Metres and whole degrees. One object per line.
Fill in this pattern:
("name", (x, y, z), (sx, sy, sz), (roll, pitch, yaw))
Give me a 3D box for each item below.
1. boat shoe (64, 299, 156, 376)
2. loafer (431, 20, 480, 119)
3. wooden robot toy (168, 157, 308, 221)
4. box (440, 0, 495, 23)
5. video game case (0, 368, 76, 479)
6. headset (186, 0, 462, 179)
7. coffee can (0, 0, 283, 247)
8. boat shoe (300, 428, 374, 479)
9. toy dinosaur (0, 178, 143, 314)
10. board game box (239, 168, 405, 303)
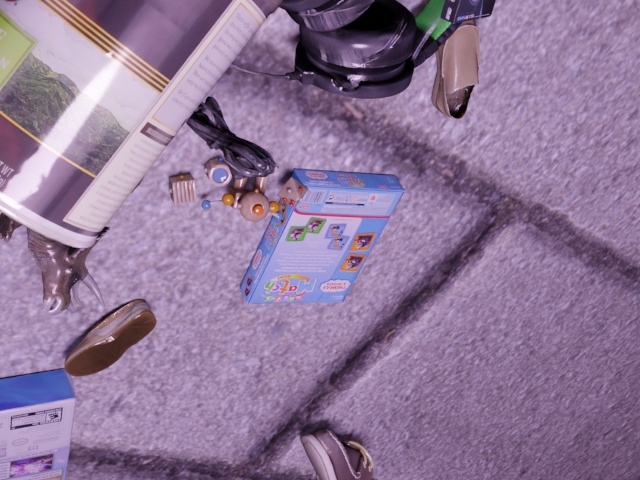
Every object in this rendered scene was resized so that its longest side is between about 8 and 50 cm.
("boat shoe", (-0.276, 0.127, 1.269), (0.135, 0.045, 0.050), (-33, 132, -1))
("loafer", (0.170, -0.208, 1.183), (0.056, 0.050, 0.148), (-19, 140, -14))
("wooden robot toy", (-0.087, -0.056, 1.144), (0.173, 0.079, 0.076), (8, 108, -20))
("box", (0.162, -0.266, 1.023), (0.083, 0.018, 0.067), (-23, 136, -49))
("video game case", (-0.477, 0.291, 1.308), (0.270, 0.061, 0.244), (-6, 134, -27))
("headset", (0.033, -0.223, 0.972), (0.394, 0.185, 0.243), (-38, 142, -8))
("coffee can", (-0.194, -0.161, 0.832), (0.275, 0.201, 0.201), (-52, 139, 4))
("boat shoe", (0.042, 0.405, 1.726), (0.097, 0.116, 0.324), (-29, 146, -9))
("toy dinosaur", (-0.256, -0.069, 1.040), (0.160, 0.121, 0.313), (8, 124, -53))
("board game box", (0.000, 0.000, 1.311), (0.160, 0.039, 0.211), (1, 131, -33))
